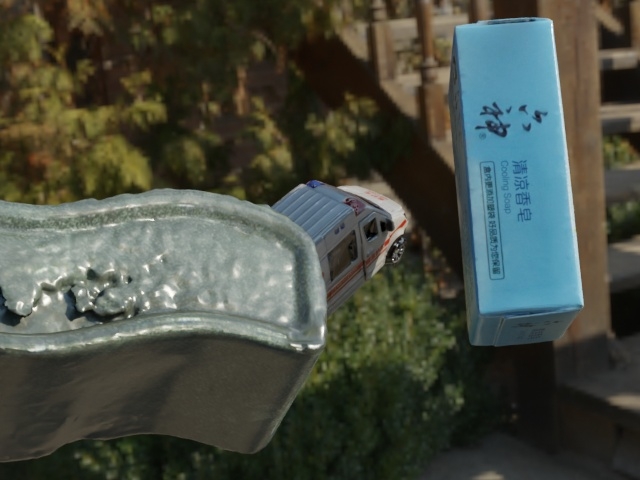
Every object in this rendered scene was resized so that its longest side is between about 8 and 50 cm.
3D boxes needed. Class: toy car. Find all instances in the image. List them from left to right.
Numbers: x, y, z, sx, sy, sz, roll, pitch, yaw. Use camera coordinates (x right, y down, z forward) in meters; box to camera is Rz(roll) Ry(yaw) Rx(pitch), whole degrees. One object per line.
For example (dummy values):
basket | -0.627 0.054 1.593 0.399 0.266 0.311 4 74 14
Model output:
toy car | 0.000 0.000 1.048 0.089 0.108 0.209 25 46 29

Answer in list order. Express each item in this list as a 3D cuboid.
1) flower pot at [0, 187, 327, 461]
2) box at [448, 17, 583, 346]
flower pot | -0.117 0.041 0.592 0.229 0.108 0.103 3 53 -24
box | 0.150 -0.041 0.931 0.083 0.232 0.142 -3 -14 5
